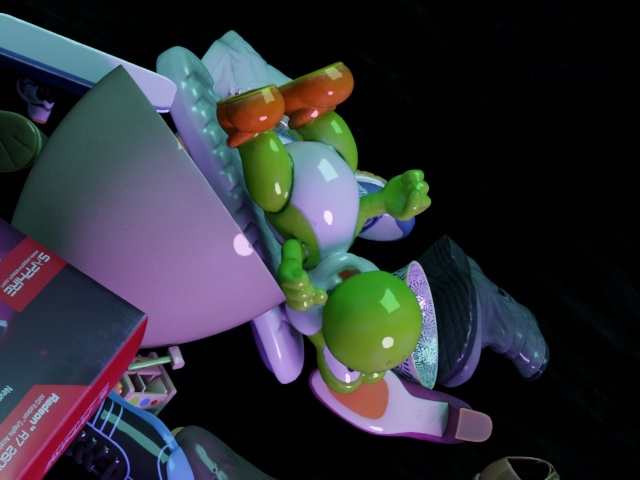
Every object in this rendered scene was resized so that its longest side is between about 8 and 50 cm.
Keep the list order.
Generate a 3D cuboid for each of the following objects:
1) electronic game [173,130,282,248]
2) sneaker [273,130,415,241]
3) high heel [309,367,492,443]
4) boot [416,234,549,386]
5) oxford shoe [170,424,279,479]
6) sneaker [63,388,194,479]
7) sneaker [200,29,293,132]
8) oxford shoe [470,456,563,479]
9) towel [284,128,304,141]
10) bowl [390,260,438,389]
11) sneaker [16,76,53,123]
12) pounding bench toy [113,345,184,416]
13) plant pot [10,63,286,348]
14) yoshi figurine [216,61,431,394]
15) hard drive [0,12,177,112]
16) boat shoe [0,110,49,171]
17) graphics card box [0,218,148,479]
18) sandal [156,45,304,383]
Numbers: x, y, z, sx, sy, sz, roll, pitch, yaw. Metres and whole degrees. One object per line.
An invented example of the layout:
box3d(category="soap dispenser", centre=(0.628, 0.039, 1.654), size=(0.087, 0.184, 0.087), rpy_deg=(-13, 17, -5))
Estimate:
box3d(category="electronic game", centre=(-0.113, -0.056, 1.515), size=(0.229, 0.048, 0.229), rpy_deg=(21, 48, -25))
box3d(category="sneaker", centre=(0.010, -0.044, 1.704), size=(0.296, 0.112, 0.131), rpy_deg=(21, 40, -23))
box3d(category="high heel", centre=(0.086, 0.199, 1.436), size=(0.244, 0.082, 0.117), rpy_deg=(13, -7, -19))
box3d(category="boot", centre=(0.253, 0.139, 1.713), size=(0.222, 0.118, 0.338), rpy_deg=(39, 27, -16))
box3d(category="oxford shoe", centre=(-0.029, 0.256, 1.092), size=(0.271, 0.098, 0.097), rpy_deg=(41, 23, 2))
box3d(category="sneaker", centre=(-0.212, 0.164, 1.022), size=(0.232, 0.081, 0.090), rpy_deg=(44, 32, 18))
box3d(category="sneaker", centre=(-0.114, -0.222, 1.775), size=(0.169, 0.108, 0.292), rpy_deg=(37, 27, -5))
box3d(category="oxford shoe", centre=(0.283, 0.317, 1.483), size=(0.212, 0.076, 0.076), rpy_deg=(18, 30, -44))
box3d(category="towel", centre=(-0.100, -0.210, 1.912), size=(0.237, 0.021, 0.102), rpy_deg=(16, 32, -43))
box3d(category="bowl", centre=(0.096, 0.116, 1.518), size=(0.170, 0.080, 0.170), rpy_deg=(-8, 90, -73))
box3d(category="sneaker", centre=(-0.356, -0.184, 1.465), size=(0.032, 0.037, 0.083), rpy_deg=(10, 36, -46))
box3d(category="pounding bench toy", centre=(-0.178, 0.131, 1.112), size=(0.065, 0.083, 0.052), rpy_deg=(12, 36, -49))
box3d(category="plant pot", centre=(-0.192, -0.003, 1.145), size=(0.284, 0.191, 0.284), rpy_deg=(54, -5, 7))
box3d(category="yoshi figurine", centre=(0.022, -0.004, 1.267), size=(0.203, 0.203, 0.362), rpy_deg=(-53, 127, -75))
box3d(category="hard drive", centre=(-0.312, -0.208, 1.354), size=(0.210, 0.040, 0.318), rpy_deg=(19, 1, -26))
box3d(category="boat shoe", centre=(-0.379, -0.106, 1.184), size=(0.223, 0.080, 0.073), rpy_deg=(10, -5, 14))
box3d(category="graphics card box", centre=(-0.346, 0.048, 0.907), size=(0.371, 0.094, 0.233), rpy_deg=(33, 37, 0))
box3d(category="sandal", centre=(-0.121, -0.023, 1.383), size=(0.169, 0.102, 0.416), rpy_deg=(7, 63, -77))
